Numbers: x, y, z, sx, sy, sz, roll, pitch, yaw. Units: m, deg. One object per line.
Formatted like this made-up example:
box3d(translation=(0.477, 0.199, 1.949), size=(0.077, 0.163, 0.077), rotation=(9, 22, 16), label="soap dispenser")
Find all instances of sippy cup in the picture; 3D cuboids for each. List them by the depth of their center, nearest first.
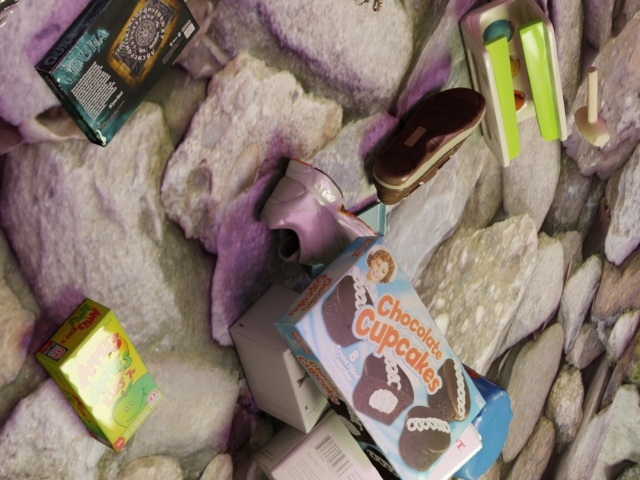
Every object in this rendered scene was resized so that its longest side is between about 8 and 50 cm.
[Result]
box3d(translation=(0.201, 0.298, 1.931), size=(0.305, 0.224, 0.240), rotation=(1, 107, -57), label="sippy cup")

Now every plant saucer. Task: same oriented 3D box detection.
box3d(translation=(0.040, -0.004, 1.716), size=(0.192, 0.018, 0.067), rotation=(-31, 131, -46), label="plant saucer")

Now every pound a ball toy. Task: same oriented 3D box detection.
box3d(translation=(0.365, -0.275, 1.907), size=(0.208, 0.136, 0.319), rotation=(-24, 138, -2), label="pound a ball toy")

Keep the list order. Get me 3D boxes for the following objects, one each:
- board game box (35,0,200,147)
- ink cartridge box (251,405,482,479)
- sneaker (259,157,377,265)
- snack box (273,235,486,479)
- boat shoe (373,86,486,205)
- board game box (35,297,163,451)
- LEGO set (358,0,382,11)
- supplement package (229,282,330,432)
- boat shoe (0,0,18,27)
box3d(translation=(-0.215, -0.210, 1.210), size=(0.186, 0.026, 0.126), rotation=(-56, 145, -20), label="board game box")
box3d(translation=(0.073, 0.320, 1.700), size=(0.283, 0.117, 0.207), rotation=(-40, 102, -13), label="ink cartridge box")
box3d(translation=(0.000, 0.000, 1.591), size=(0.121, 0.099, 0.262), rotation=(-50, 130, -9), label="sneaker")
box3d(translation=(0.090, 0.174, 1.560), size=(0.187, 0.060, 0.322), rotation=(-46, 115, -27), label="snack box")
box3d(translation=(0.168, -0.148, 1.772), size=(0.257, 0.095, 0.095), rotation=(-39, 151, -30), label="boat shoe")
box3d(translation=(-0.261, 0.164, 1.336), size=(0.092, 0.043, 0.181), rotation=(-51, 143, -27), label="board game box")
box3d(translation=(0.075, -0.352, 1.566), size=(0.083, 0.023, 0.054), rotation=(2, 106, -56), label="LEGO set")
box3d(translation=(-0.043, 0.169, 1.605), size=(0.105, 0.105, 0.179), rotation=(-45, 140, -30), label="supplement package")
box3d(translation=(-0.317, -0.228, 0.971), size=(0.306, 0.113, 0.105), rotation=(-26, 134, -44), label="boat shoe")
